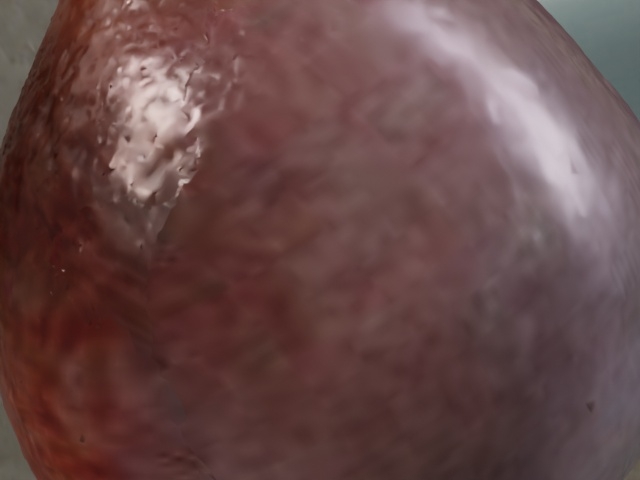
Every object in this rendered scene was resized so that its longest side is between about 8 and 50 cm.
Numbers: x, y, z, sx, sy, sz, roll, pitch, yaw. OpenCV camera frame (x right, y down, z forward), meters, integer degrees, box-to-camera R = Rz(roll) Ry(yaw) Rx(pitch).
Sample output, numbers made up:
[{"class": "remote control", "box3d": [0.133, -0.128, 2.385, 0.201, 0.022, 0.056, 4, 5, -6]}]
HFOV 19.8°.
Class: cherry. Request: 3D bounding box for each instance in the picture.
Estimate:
[{"class": "cherry", "box3d": [0.005, 0.010, 0.591, 0.239, 0.206, 0.239, -20, 146, -14]}]

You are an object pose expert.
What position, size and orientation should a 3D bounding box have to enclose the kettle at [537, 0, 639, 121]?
[{"class": "kettle", "box3d": [0.073, -0.063, 0.840, 0.243, 0.160, 0.210, -16, 143, 15]}]
